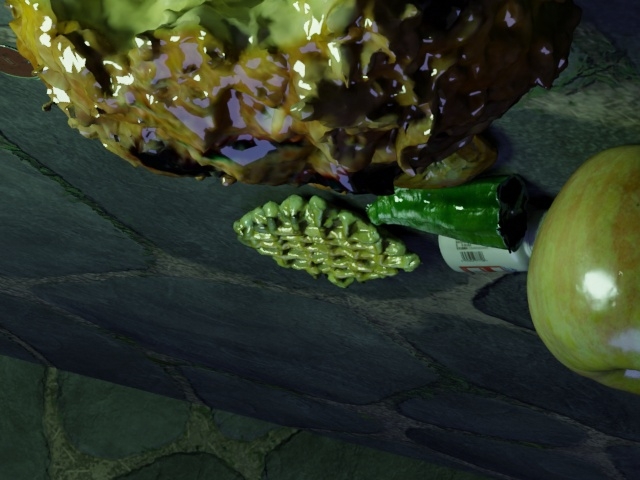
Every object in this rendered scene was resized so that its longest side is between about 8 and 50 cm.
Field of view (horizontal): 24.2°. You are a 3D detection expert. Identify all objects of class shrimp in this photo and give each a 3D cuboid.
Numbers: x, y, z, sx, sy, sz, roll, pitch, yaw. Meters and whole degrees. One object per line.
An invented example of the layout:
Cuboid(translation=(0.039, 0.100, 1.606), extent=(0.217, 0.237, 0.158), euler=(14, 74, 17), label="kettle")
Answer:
Cuboid(translation=(0.097, -0.104, 1.533), extent=(0.150, 0.068, 0.249), euler=(-6, 161, 19), label="shrimp")

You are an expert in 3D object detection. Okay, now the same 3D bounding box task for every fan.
Cuboid(translation=(-0.327, -0.197, 1.648), extent=(0.133, 0.005, 0.085), euler=(6, 160, 28), label="fan")

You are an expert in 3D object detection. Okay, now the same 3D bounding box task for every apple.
Cuboid(translation=(0.334, 0.031, 1.477), extent=(0.257, 0.234, 0.257), euler=(10, 163, 3), label="apple")

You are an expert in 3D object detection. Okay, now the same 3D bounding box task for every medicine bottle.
Cuboid(translation=(0.212, -0.003, 1.713), extent=(0.140, 0.079, 0.079), euler=(-2, 156, 40), label="medicine bottle")

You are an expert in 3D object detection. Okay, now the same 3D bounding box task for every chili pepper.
Cuboid(translation=(0.134, -0.030, 1.701), extent=(0.059, 0.088, 0.227), euler=(3, 178, -44), label="chili pepper")

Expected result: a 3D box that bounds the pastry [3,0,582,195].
Cuboid(translation=(-0.009, -0.169, 1.043), extent=(0.405, 0.292, 0.337), euler=(-7, 166, 26), label="pastry")

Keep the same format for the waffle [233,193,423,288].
Cuboid(translation=(0.000, -0.003, 1.917), extent=(0.204, 0.054, 0.223), euler=(24, 158, -28), label="waffle")
